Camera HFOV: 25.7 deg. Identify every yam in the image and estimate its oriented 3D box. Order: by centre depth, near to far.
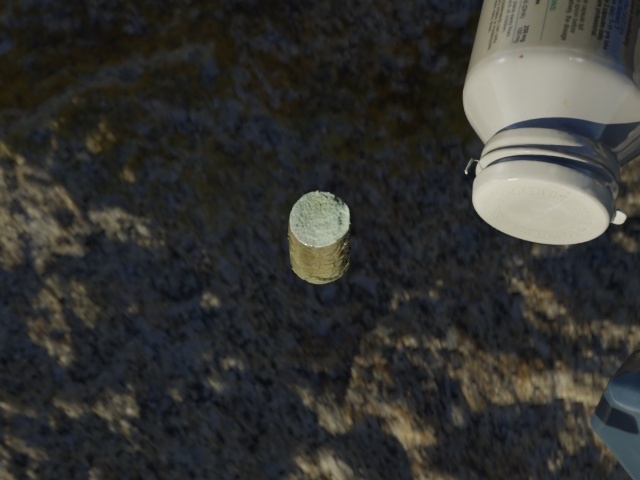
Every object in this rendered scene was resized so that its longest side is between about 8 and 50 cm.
[{"bbox_3d":[0.000,0.000,1.143,0.054,0.132,0.054,0,75,0],"label":"yam"}]

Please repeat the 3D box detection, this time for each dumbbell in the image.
[{"bbox_3d":[0.411,0.115,1.430,0.156,0.144,0.316,11,43,41],"label":"dumbbell"}]

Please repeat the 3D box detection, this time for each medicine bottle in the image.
[{"bbox_3d":[0.168,-0.111,0.955,0.135,0.135,0.215,8,65,15],"label":"medicine bottle"}]
